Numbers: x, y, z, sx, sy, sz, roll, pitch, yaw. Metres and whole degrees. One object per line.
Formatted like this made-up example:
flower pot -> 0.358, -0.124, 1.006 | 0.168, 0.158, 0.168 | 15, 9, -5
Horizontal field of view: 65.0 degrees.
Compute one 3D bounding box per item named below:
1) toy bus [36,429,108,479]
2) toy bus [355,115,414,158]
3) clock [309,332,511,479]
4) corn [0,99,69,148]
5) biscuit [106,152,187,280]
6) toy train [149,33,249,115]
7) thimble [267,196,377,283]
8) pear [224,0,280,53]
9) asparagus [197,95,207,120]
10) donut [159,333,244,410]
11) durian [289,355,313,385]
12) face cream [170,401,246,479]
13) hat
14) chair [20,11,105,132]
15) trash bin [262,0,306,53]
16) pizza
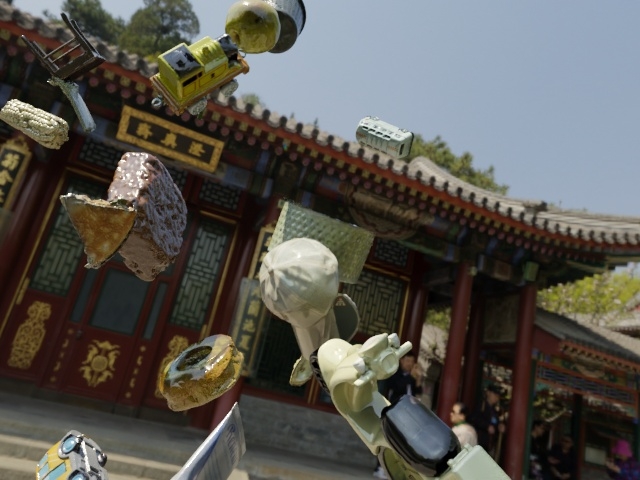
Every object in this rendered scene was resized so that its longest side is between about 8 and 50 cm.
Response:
toy bus -> -0.572, 0.564, 1.159 | 0.209, 0.136, 0.126 | 44, -15, 45
toy bus -> 0.197, -0.331, 1.615 | 0.193, 0.089, 0.087 | 30, -49, 25
clock -> 0.126, 0.298, 0.854 | 0.379, 0.120, 0.277 | 47, -31, 21
corn -> -0.771, -0.321, 1.344 | 0.210, 0.087, 0.087 | 28, -15, 9
biscuit -> -0.632, -0.096, 1.849 | 0.166, 0.395, 0.343 | -8, -40, 8
toy train -> -0.225, -0.321, 0.949 | 0.089, 0.219, 0.127 | 50, -20, 5
thimble -> 0.000, 0.000, 1.333 | 0.270, 0.150, 0.271 | 21, 2, -1
pear -> -0.164, -0.536, 1.243 | 0.140, 0.141, 0.104 | 20, -9, -21
asparagus -> -0.309, -0.405, 1.353 | 0.016, 0.163, 0.016 | 15, 8, 24
donut -> -0.454, 0.492, 1.909 | 0.329, 0.330, 0.160 | 0, -54, 36
durian -> -0.044, 0.299, 1.235 | 0.052, 0.130, 0.066 | 2, -37, 42
face cream -> -0.359, 0.713, 1.505 | 0.137, 0.420, 0.235 | 10, -57, 25
hat -> -0.042, 0.134, 1.086 | 0.160, 0.275, 0.232 | -18, 20, -29
chair -> -0.772, -0.529, 1.611 | 0.319, 0.186, 0.160 | 58, -5, -20
trash bin -> -0.124, -0.621, 1.440 | 0.175, 0.161, 0.176 | -3, -48, -3
pizza -> -0.520, -0.043, 1.145 | 0.052, 0.185, 0.195 | 14, -26, 32
